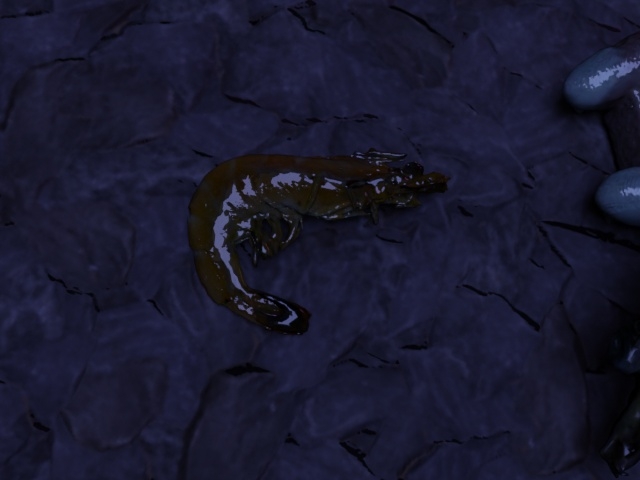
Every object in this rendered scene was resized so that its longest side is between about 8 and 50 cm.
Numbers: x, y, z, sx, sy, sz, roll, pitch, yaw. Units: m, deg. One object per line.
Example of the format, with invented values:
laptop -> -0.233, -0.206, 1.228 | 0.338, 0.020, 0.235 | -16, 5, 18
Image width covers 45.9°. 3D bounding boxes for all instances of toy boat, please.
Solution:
toy boat -> 0.289, -0.092, 0.520 | 0.227, 0.085, 0.155 | -12, 77, -7

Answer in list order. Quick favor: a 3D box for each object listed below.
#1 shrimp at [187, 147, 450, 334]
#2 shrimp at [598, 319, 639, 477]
shrimp -> 0.000, 0.000, 0.501 | 0.178, 0.034, 0.124 | 0, 80, -3
shrimp -> 0.346, -0.003, 0.473 | 0.445, 0.085, 0.272 | -46, 110, -4
